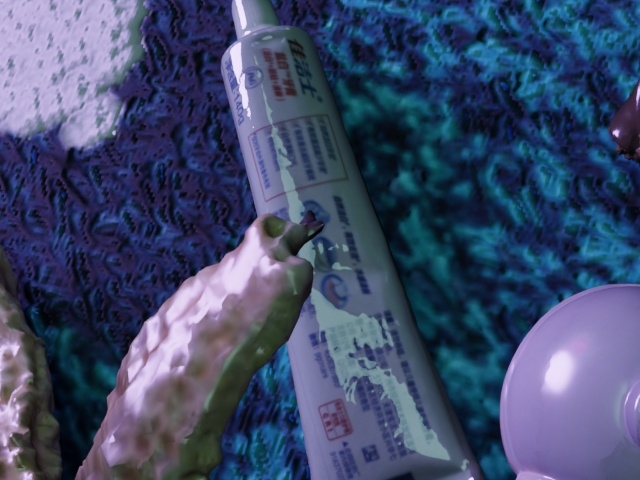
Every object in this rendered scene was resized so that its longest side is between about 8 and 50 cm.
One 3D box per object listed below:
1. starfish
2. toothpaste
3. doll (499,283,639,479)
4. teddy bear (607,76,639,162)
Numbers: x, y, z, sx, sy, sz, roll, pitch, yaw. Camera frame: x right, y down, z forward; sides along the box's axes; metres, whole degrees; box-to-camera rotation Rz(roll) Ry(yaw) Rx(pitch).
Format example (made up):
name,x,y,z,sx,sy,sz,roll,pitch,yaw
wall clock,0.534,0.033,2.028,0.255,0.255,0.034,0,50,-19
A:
name,x,y,z,sx,sy,sz,roll,pitch,yaw
starfish,-0.084,0.152,0.481,0.082,0.324,0.432,2,69,-27
toothpaste,0.001,0.000,0.612,0.069,0.047,0.268,-13,70,-9
doll,0.082,0.141,0.494,0.151,0.151,0.287,24,75,21
teddy bear,0.163,-0.043,0.551,0.077,0.119,0.160,6,68,-27
